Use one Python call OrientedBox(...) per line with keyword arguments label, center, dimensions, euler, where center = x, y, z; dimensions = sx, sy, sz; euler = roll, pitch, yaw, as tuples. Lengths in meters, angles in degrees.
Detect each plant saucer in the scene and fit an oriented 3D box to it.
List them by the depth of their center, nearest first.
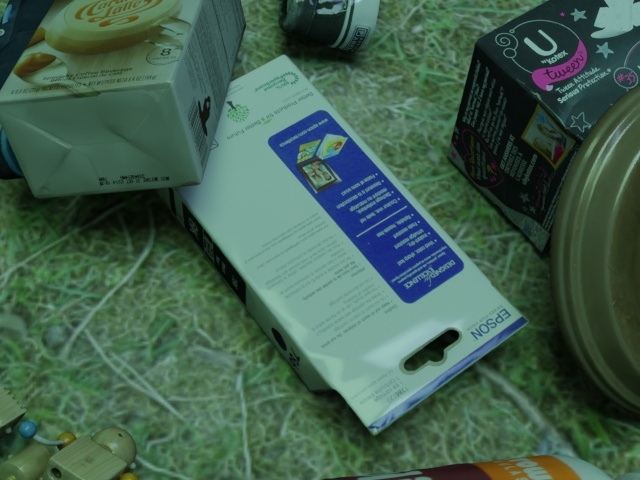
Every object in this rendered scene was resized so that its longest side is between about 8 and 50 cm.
OrientedBox(label="plant saucer", center=(0.298, 0.007, 0.730), dimensions=(0.278, 0.041, 0.277), euler=(-3, 96, -26))

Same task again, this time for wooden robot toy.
OrientedBox(label="wooden robot toy", center=(-0.172, 0.165, 0.692), dimensions=(0.173, 0.076, 0.079), euler=(30, 27, 12))

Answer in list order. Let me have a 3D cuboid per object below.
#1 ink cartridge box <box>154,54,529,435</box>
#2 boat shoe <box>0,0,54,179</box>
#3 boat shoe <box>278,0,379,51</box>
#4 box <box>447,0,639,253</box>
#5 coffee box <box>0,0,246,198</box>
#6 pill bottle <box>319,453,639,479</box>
OrientedBox(label="ink cartridge box", center=(0.000, 0.000, 0.791), dimensions=(0.165, 0.065, 0.332), euler=(-30, 66, -21))
OrientedBox(label="boat shoe", center=(-0.262, -0.146, 0.843), dimensions=(0.089, 0.109, 0.258), euler=(-1, 42, 7))
OrientedBox(label="boat shoe", center=(-0.007, -0.328, 0.952), dimensions=(0.105, 0.113, 0.306), euler=(7, 68, -18))
OrientedBox(label="box", center=(0.254, -0.132, 0.833), dimensions=(0.247, 0.163, 0.142), euler=(-30, 65, -20))
OrientedBox(label="coffee box", center=(-0.154, -0.153, 0.788), dimensions=(0.141, 0.098, 0.246), euler=(-4, 41, 9))
OrientedBox(label="pill bottle", center=(0.076, 0.248, 0.561), dimensions=(0.393, 0.224, 0.224), euler=(-5, 61, -8))
